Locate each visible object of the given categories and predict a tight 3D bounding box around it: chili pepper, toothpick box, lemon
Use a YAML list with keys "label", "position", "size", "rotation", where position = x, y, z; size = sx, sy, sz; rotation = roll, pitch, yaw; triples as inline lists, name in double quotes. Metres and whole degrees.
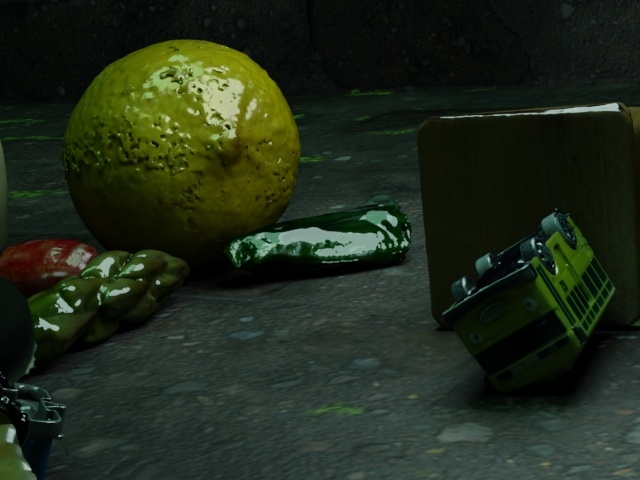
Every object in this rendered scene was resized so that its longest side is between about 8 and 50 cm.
- label: "chili pepper"
  position: [-0.282, 0.033, 1.517]
  size: [0.123, 0.071, 0.073]
  rotation: [-2, -4, 26]
- label: "toothpick box"
  position: [0.225, -0.041, 1.364]
  size: [0.187, 0.190, 0.308]
  rotation: [-3, 9, 21]
- label: "lemon"
  position: [-0.155, -0.088, 1.595]
  size: [0.257, 0.258, 0.310]
  rotation: [-9, -3, -15]
- label: "chili pepper"
  position: [0.001, 0.003, 1.533]
  size: [0.216, 0.062, 0.108]
  rotation: [-14, 15, -26]

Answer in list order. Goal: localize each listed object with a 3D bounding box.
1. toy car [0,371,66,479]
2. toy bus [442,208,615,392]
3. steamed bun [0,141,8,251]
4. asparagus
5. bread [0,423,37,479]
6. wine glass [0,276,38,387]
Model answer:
- label: "toy car"
  position: [-0.273, 0.137, 0.994]
  size: [0.191, 0.100, 0.097]
  rotation: [11, 6, -20]
- label: "toy bus"
  position: [0.169, 0.048, 1.141]
  size: [0.088, 0.101, 0.175]
  rotation: [-32, 2, 25]
- label: "steamed bun"
  position: [-0.490, -0.067, 1.760]
  size: [0.250, 0.200, 0.155]
  rotation: [0, 13, 14]
- label: "asparagus"
  position: [-0.210, 0.056, 1.362]
  size: [0.080, 0.080, 0.287]
  rotation: [2, 14, 32]
- label: "bread"
  position: [-0.193, 0.185, 0.499]
  size: [0.252, 0.196, 0.238]
  rotation: [-12, 17, -14]
- label: "wine glass"
  position: [-0.361, 0.077, 1.222]
  size: [0.241, 0.126, 0.126]
  rotation: [-1, 13, 34]
